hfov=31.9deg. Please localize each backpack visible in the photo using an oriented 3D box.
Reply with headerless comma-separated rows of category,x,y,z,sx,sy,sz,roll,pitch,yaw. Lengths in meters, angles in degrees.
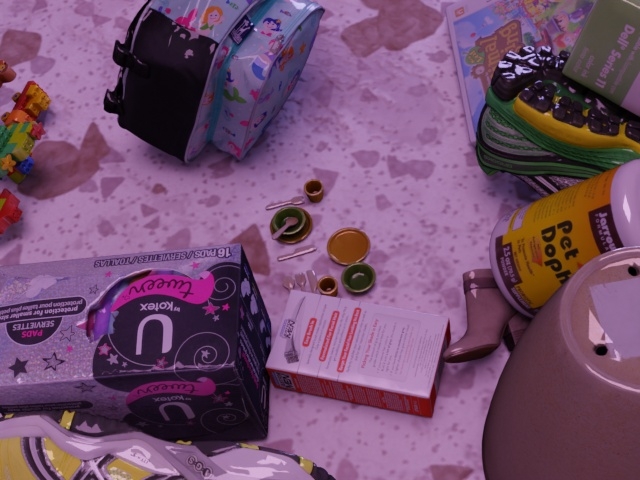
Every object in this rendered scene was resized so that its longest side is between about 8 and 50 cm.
backpack,-0.107,-0.234,1.275,0.191,0.225,0.253,23,58,-2

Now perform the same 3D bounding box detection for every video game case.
video game case,0.244,-0.226,1.276,0.193,0.023,0.212,-23,53,25

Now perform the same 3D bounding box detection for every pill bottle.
pill bottle,0.272,-0.003,1.058,0.215,0.117,0.117,-26,43,47

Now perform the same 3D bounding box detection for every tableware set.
tableware set,0.000,0.000,1.221,0.104,0.024,0.154,-16,56,0

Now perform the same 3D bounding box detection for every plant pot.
plant pot,0.260,0.129,0.945,0.257,0.274,0.256,-5,57,8

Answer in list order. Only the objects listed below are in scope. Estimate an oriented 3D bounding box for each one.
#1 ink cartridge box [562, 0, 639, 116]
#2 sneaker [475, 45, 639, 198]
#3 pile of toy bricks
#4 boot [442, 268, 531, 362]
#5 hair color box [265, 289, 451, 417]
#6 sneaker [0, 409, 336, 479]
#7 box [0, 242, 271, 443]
ink cartridge box,0.446,-0.166,1.098,0.354,0.119,0.207,32,52,12
sneaker,0.322,-0.068,1.157,0.344,0.146,0.134,30,48,10
pile of toy bricks,-0.362,-0.113,1.293,0.105,0.118,0.212,-1,57,33
boot,0.160,0.072,1.119,0.119,0.042,0.086,-6,70,-32
hair color box,0.040,0.113,1.126,0.167,0.053,0.093,10,60,14
sneaker,-0.179,0.254,1.022,0.385,0.145,0.147,4,58,14
box,-0.183,0.111,1.100,0.247,0.163,0.142,-6,56,7
